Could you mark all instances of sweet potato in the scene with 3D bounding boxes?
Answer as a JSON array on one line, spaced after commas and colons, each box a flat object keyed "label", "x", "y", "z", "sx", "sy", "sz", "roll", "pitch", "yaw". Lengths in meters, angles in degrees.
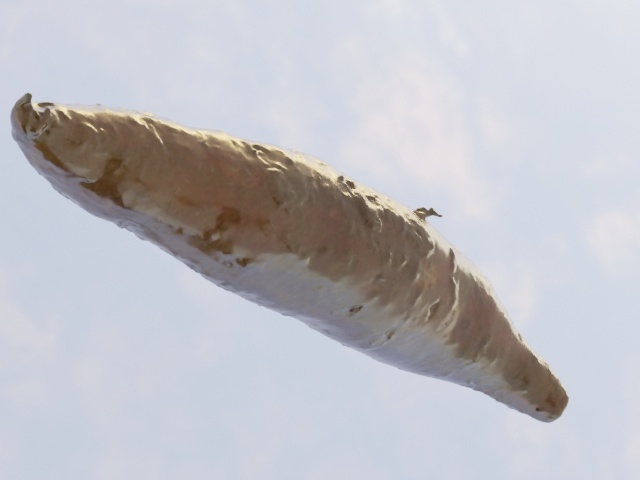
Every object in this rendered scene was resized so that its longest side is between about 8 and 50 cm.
[{"label": "sweet potato", "x": 0.000, "y": 0.000, "z": 0.684, "sx": 0.314, "sy": 0.066, "sz": 0.072, "roll": 31, "pitch": -85, "yaw": -43}]
